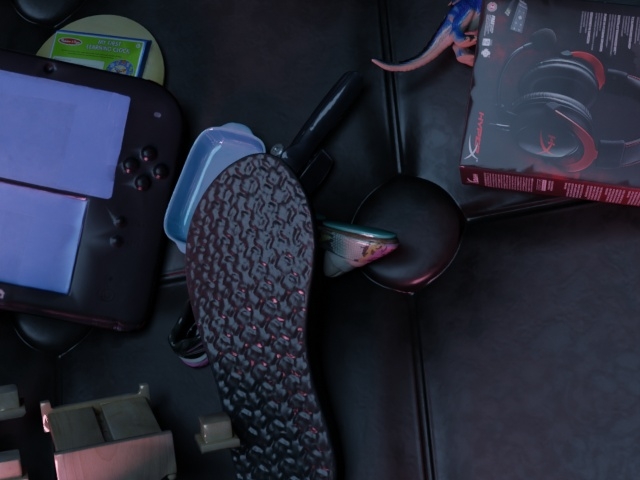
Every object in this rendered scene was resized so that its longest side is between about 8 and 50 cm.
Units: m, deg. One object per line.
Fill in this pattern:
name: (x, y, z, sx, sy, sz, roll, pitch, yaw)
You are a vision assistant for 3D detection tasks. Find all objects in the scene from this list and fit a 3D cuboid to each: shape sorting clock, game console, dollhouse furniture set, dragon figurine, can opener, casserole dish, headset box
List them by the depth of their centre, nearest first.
headset box: (0.321, -0.160, 1.640, 0.293, 0.110, 0.218, 8, 83, 9)
dollhouse furniture set: (-0.297, 0.286, 1.756, 0.356, 0.303, 0.173, -9, 105, -13)
dragon figurine: (0.198, -0.306, 1.788, 0.289, 0.085, 0.144, -21, 67, 14)
can opener: (-0.004, -0.144, 1.841, 0.186, 0.073, 0.059, -59, 25, -8)
game console: (-0.390, -0.077, 1.861, 0.387, 0.060, 0.341, 11, 75, -8)
casserole dish: (-0.134, -0.063, 1.868, 0.114, 0.037, 0.188, 16, 79, 25)
shape sorting clock: (-0.317, -0.224, 1.989, 0.206, 0.040, 0.206, -4, 74, 13)

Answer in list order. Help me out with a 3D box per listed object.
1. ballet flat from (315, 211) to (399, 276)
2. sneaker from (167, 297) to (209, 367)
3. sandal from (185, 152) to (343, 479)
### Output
ballet flat: (0.000, 0.000, 1.783, 0.222, 0.077, 0.079, 19, 99, 30)
sneaker: (-0.131, 0.079, 1.799, 0.072, 0.077, 0.178, 26, 84, 25)
sandal: (-0.065, 0.117, 1.737, 0.168, 0.107, 0.445, -7, 88, 13)
